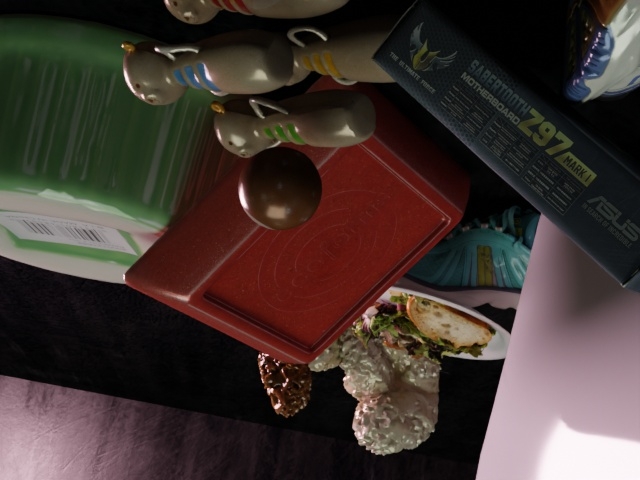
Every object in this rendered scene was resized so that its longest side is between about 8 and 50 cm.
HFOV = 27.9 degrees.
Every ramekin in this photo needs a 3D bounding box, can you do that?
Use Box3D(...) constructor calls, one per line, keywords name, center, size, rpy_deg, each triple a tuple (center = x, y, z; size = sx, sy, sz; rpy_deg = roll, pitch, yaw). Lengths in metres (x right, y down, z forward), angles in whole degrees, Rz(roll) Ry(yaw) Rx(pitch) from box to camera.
Box3D(name="ramekin", center=(-0.210, -0.066, 1.155), size=(0.303, 0.148, 0.303), rpy_deg=(10, 163, 3))

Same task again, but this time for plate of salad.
Box3D(name="plate of salad", center=(0.100, 0.092, 1.308), size=(0.200, 0.048, 0.200), rpy_deg=(16, 162, 5))

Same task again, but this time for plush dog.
Box3D(name="plush dog", center=(0.023, 0.094, 1.490), size=(0.225, 0.262, 0.211), rpy_deg=(4, 131, -10))

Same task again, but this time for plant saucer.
Box3D(name="plant saucer", center=(0.000, 0.000, 1.123), size=(0.259, 0.258, 0.048), rpy_deg=(34, -166, -53))

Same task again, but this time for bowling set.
Box3D(name="bowling set", center=(-0.060, -0.110, 0.856), size=(0.154, 0.200, 0.287), rpy_deg=(1, 157, 38))

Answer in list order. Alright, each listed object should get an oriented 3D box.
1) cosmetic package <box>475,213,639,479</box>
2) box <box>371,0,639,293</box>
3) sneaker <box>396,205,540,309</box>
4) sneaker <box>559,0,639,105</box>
Box3D(name="cosmetic package", center=(0.395, 0.151, 1.079), size=(0.393, 0.327, 0.329), rpy_deg=(16, 177, -17))
Box3D(name="box", center=(0.162, -0.053, 0.852), size=(0.233, 0.059, 0.183), rpy_deg=(46, -164, 28))
Box3D(name="sneaker", center=(0.177, 0.004, 1.288), size=(0.275, 0.107, 0.110), rpy_deg=(11, 139, 1))
Box3D(name="sneaker", center=(0.217, -0.144, 0.709), size=(0.131, 0.112, 0.296), rpy_deg=(6, 167, -3))
